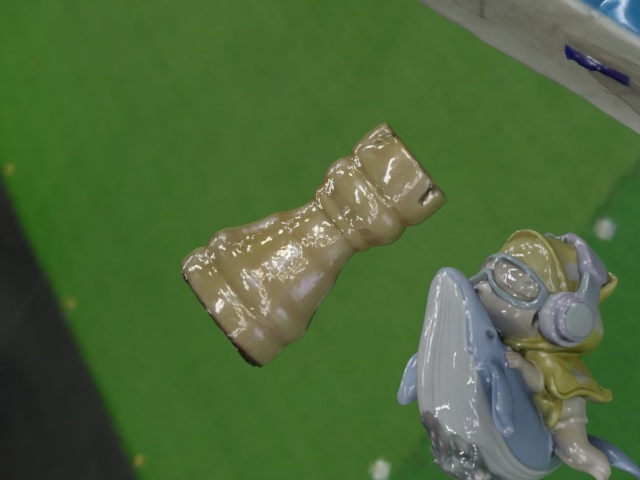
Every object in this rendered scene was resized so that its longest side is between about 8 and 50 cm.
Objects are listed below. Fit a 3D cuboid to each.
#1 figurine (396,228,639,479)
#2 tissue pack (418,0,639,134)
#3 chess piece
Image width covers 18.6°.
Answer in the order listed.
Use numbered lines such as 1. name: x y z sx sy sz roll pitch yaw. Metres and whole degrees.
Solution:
1. figurine: 0.141 0.090 1.332 0.184 0.208 0.128 -54 31 -16
2. tissue pack: 0.159 -0.203 0.873 0.209 0.137 0.270 34 80 8
3. chess piece: 0.000 0.000 0.934 0.122 0.066 0.066 -36 46 5
